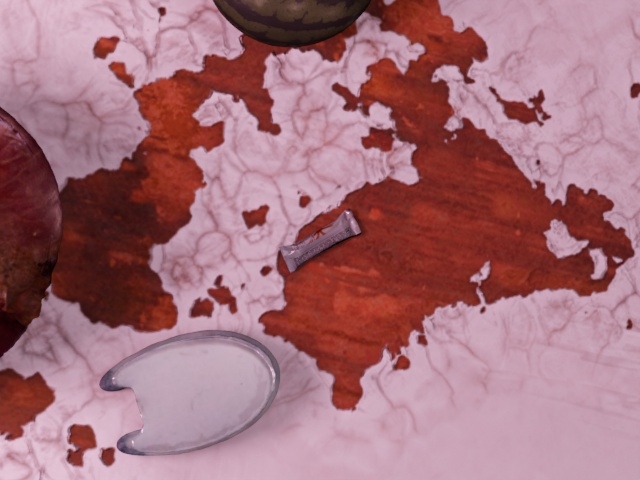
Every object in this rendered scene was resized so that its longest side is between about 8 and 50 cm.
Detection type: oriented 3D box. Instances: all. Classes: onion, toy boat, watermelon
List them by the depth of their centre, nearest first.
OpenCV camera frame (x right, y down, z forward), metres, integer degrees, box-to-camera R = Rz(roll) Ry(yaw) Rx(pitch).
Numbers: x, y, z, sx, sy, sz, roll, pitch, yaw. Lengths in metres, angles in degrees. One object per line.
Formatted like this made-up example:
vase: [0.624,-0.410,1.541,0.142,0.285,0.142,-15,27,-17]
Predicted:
onion: [-0.423,0.001,1.342,0.348,0.385,0.347,-1,96,-10]
watermelon: [-0.036,-0.328,1.620,0.212,0.212,0.212,2,86,-23]
toy boat: [-0.149,0.176,1.621,0.208,0.079,0.134,-18,86,-12]

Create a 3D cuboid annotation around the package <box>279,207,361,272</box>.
package: [0.000,0.000,1.716,0.110,0.015,0.037,-29,97,-23]
